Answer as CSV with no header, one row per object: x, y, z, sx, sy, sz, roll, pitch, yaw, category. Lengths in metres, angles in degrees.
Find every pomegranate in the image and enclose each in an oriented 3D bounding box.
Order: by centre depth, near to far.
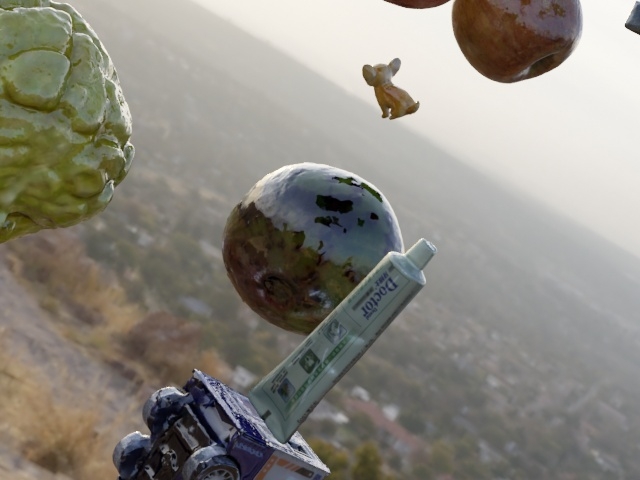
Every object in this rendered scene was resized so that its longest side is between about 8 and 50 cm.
0.014,0.009,1.585,0.242,0.242,0.306,34,21,23,pomegranate

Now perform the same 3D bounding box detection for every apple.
0.321,-0.361,1.915,0.211,0.211,0.188,11,56,-64,apple

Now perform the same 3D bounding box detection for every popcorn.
-0.274,-0.110,0.980,0.251,0.205,0.237,52,-20,46,popcorn

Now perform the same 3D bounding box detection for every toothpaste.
0.021,0.081,1.016,0.064,0.218,0.041,50,14,32,toothpaste

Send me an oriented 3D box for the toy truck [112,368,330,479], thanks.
-0.130,0.269,1.075,0.155,0.268,0.124,31,8,-38,toy truck

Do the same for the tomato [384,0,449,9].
0.108,-0.352,1.355,0.187,0.187,0.151,28,-10,-13,tomato

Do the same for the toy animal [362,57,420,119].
0.095,-0.208,1.582,0.081,0.060,0.083,18,-47,62,toy animal

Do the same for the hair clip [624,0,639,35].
0.362,-0.174,1.038,0.195,0.124,0.052,19,-12,34,hair clip
